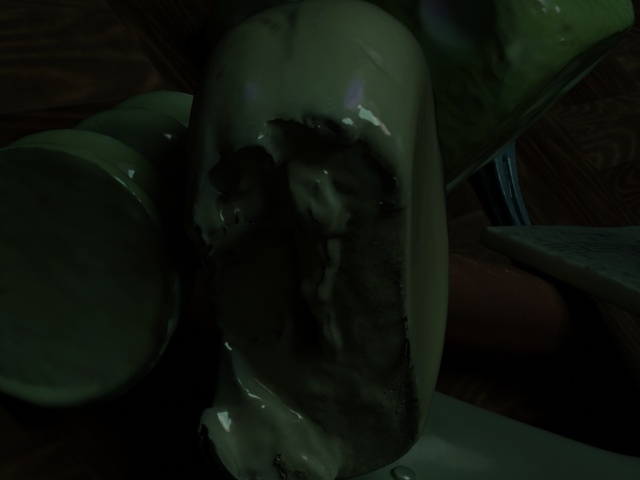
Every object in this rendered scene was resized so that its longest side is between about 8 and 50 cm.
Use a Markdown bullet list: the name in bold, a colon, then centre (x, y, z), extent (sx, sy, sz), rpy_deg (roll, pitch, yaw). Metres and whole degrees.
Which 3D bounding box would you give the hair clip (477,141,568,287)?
- **hair clip**: centre (0.181, -0.034, 1.486), extent (0.048, 0.083, 0.275), rpy_deg (22, 44, -49)

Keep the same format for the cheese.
- **cheese**: centre (0.000, 0.000, 0.904), extent (0.233, 0.127, 0.266), rpy_deg (-75, 161, -54)

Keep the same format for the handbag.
- **handbag**: centre (0.076, 0.158, 1.000), extent (0.315, 0.109, 0.241), rpy_deg (28, 22, -17)

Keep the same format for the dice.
- **dice**: centre (0.077, -0.180, 1.311), extent (0.254, 0.252, 0.250), rpy_deg (49, 26, 7)

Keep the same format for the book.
- **book**: centre (0.348, 0.063, 1.305), extent (0.389, 0.032, 0.269), rpy_deg (26, 17, 36)

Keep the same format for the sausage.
- **sausage**: centre (0.096, 0.048, 1.219), extent (0.433, 0.088, 0.088), rpy_deg (11, 44, -49)

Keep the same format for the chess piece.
- **chess piece**: centre (-0.116, -0.015, 0.958), extent (0.144, 0.144, 0.251), rpy_deg (45, 20, -4)
